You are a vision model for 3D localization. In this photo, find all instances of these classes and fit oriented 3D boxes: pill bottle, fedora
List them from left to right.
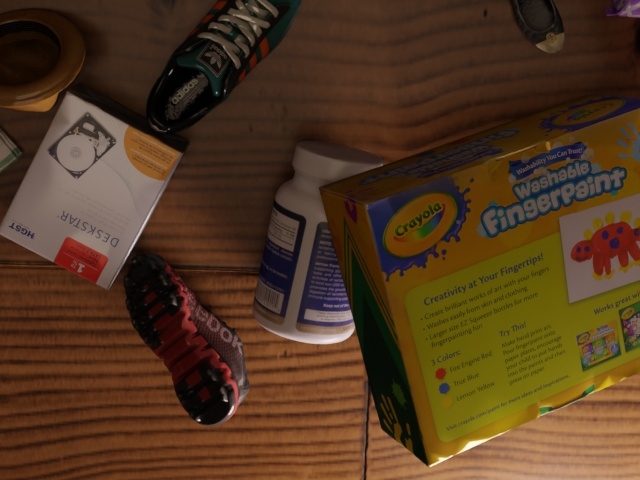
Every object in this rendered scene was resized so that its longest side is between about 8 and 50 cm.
[{"bbox_3d":[-0.404,-0.232,1.474,0.194,0.194,0.079,-7,143,1],"label":"fedora"},{"bbox_3d":[0.000,0.000,1.536,0.153,0.153,0.264,12,106,-4],"label":"pill bottle"}]

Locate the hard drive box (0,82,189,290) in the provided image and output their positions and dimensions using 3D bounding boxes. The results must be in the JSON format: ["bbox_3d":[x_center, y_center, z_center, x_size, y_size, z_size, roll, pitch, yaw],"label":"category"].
[{"bbox_3d":[-0.321,-0.077,1.541,0.181,0.089,0.232,27,104,-8],"label":"hard drive box"}]

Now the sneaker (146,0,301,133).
[{"bbox_3d":[-0.127,-0.260,1.473,0.108,0.121,0.302,38,102,-11],"label":"sneaker"}]

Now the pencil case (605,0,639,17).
[{"bbox_3d":[0.506,-0.324,1.490,0.206,0.086,0.088,17,131,-5],"label":"pencil case"}]

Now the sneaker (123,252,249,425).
[{"bbox_3d":[-0.192,0.140,1.605,0.098,0.135,0.276,-35,81,21],"label":"sneaker"}]

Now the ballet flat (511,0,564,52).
[{"bbox_3d":[0.290,-0.336,1.496,0.058,0.049,0.173,-27,105,7],"label":"ballet flat"}]

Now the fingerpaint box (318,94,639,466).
[{"bbox_3d":[0.262,0.040,1.479,0.445,0.163,0.371,-21,107,-18],"label":"fingerpaint box"}]

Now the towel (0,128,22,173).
[{"bbox_3d":[-0.519,-0.145,1.551,0.113,0.023,0.152,-38,103,9],"label":"towel"}]
